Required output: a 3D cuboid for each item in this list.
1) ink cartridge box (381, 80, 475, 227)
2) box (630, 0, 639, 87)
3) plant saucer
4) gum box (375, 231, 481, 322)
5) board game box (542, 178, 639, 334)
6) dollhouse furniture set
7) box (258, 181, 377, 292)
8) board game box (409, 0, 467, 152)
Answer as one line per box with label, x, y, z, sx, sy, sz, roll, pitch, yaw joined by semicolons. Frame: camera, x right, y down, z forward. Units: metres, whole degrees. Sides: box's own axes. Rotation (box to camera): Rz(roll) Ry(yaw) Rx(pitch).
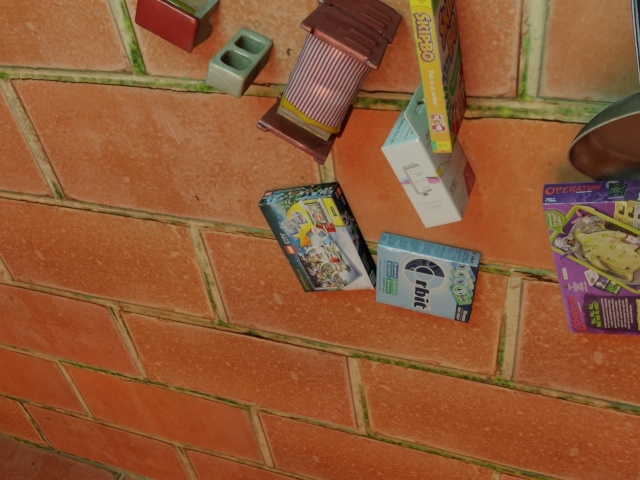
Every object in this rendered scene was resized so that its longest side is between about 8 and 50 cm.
ink cartridge box;0.161;-0.133;1.040;0.067;0.115;0.198;-12;124;35
box;0.399;-0.264;0.727;0.108;0.207;0.153;-4;128;29
plant saucer;0.472;-0.128;0.843;0.310;0.050;0.310;5;168;1
gum box;0.198;0.071;1.271;0.184;0.041;0.157;13;135;17
board game box;0.476;0.039;1.055;0.208;0.056;0.347;-4;139;24
dollhouse furniture set;-0.096;-0.300;0.979;0.374;0.152;0.201;28;137;-1
box;0.000;0.000;1.299;0.159;0.044;0.233;-4;129;30
board game box;0.160;-0.259;0.911;0.039;0.124;0.259;0;131;25
